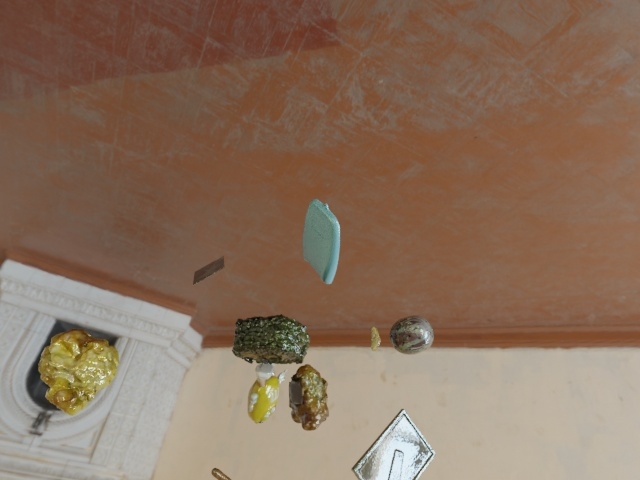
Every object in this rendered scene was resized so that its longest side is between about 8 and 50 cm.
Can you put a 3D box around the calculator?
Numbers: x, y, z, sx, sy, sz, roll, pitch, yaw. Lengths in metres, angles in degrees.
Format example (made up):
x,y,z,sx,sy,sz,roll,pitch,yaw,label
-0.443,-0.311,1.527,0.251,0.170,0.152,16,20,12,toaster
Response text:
x,y,z,sx,sy,sz,roll,pitch,yaw,label
0.000,0.000,1.838,0.054,0.256,0.386,-15,133,-29,calculator

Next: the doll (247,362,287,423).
x,y,z,sx,sy,sz,roll,pitch,yaw,label
-0.298,0.805,2.299,0.161,0.348,0.423,20,144,23,doll

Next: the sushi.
x,y,z,sx,sy,sz,roll,pitch,yaw,label
-0.227,0.488,1.989,0.352,0.178,0.294,-8,144,25,sushi

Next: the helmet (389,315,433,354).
x,y,z,sx,sy,sz,roll,pitch,yaw,label
0.372,0.383,1.674,0.177,0.153,0.107,-21,167,-1,helmet

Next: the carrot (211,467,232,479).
x,y,z,sx,sy,sz,roll,pitch,yaw,label
-0.413,1.060,1.826,0.165,0.035,0.035,37,140,-1,carrot

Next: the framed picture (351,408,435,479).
x,y,z,sx,sy,sz,roll,pitch,yaw,label
0.288,0.844,1.582,0.232,0.315,0.024,55,149,-1,framed picture

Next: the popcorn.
x,y,z,sx,sy,sz,roll,pitch,yaw,label
-0.907,0.491,1.561,0.265,0.332,0.225,4,128,-26,popcorn

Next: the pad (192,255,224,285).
x,y,z,sx,sy,sz,roll,pitch,yaw,label
-0.523,0.138,1.942,0.164,0.243,0.004,-30,106,-8,pad

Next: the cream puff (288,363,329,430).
x,y,z,sx,sy,sz,roll,pitch,yaw,label
-0.056,0.678,1.802,0.155,0.269,0.241,14,159,-26,cream puff

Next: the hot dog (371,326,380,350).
x,y,z,sx,sy,sz,roll,pitch,yaw,label
0.209,0.368,1.549,0.034,0.090,0.030,-5,153,22,hot dog
